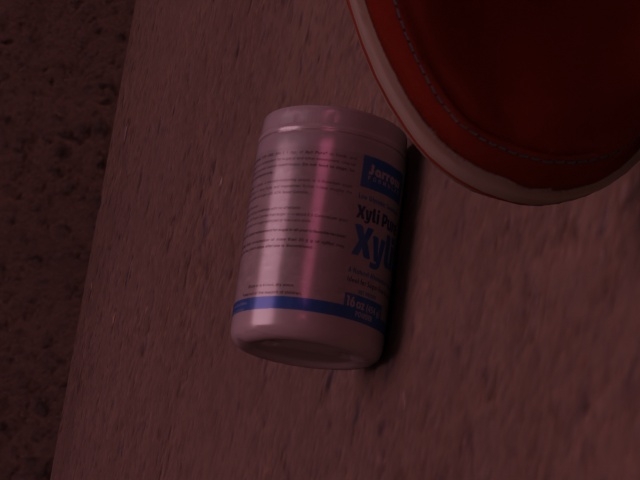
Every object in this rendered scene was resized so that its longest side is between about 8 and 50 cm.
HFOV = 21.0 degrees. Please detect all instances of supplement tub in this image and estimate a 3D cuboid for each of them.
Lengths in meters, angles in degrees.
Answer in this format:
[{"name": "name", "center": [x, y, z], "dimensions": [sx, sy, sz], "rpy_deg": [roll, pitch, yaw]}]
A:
[{"name": "supplement tub", "center": [0.000, 0.000, 0.780], "dimensions": [0.071, 0.071, 0.107], "rpy_deg": [139, 140, -71]}]

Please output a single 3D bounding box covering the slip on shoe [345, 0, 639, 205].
[{"name": "slip on shoe", "center": [0.069, -0.164, 0.442], "dimensions": [0.101, 0.123, 0.331], "rpy_deg": [-122, 36, -66]}]
